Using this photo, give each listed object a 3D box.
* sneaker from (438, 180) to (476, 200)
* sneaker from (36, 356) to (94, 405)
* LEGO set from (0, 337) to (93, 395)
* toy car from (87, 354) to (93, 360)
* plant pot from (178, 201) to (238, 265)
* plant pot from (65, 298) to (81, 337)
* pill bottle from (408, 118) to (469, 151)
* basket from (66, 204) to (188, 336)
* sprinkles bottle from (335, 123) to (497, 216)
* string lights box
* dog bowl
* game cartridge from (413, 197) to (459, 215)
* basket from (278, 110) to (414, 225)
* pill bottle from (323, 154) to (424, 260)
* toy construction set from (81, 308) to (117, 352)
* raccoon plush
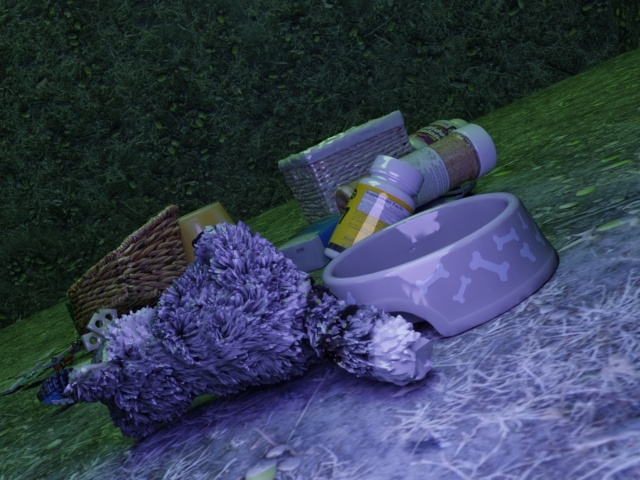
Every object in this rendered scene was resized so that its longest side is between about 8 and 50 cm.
[{"bbox_3d":[0.301,-0.130,1.561,0.132,0.086,0.228,-25,18,-36],"label":"sneaker"},{"bbox_3d":[-0.502,0.290,1.263,0.082,0.071,0.190,-25,-2,38],"label":"sneaker"},{"bbox_3d":[-0.728,0.343,1.634,0.244,0.060,0.182,-23,17,30],"label":"LEGO set"},{"bbox_3d":[-0.495,0.272,1.463,0.122,0.060,0.040,-41,55,-1],"label":"toy car"},{"bbox_3d":[-0.276,0.042,1.522,0.253,0.239,0.254,-23,8,4],"label":"plant pot"},{"bbox_3d":[-0.557,0.172,1.670,0.234,0.166,0.165,-26,9,-32],"label":"plant pot"},{"bbox_3d":[0.373,-0.294,1.985,0.301,0.169,0.169,-32,12,-37],"label":"pill bottle"},{"bbox_3d":[-0.456,0.071,1.384,0.213,0.223,0.299,-2,-20,-43],"label":"basket"},{"bbox_3d":[0.210,-0.135,1.329,0.355,0.121,0.121,-26,10,-15],"label":"sprinkles bottle"},{"bbox_3d":[0.000,0.000,1.559,0.133,0.077,0.259,-17,11,34],"label":"string lights box"},{"bbox_3d":[0.158,0.034,0.899,0.348,0.102,0.349,-23,9,4],"label":"dog bowl"},{"bbox_3d":[0.208,-0.022,1.245,0.198,0.062,0.297,-21,9,-6],"label":"game cartridge"},{"bbox_3d":[0.095,-0.197,1.841,0.331,0.267,0.328,-27,10,-15],"label":"basket"},{"bbox_3d":[0.101,-0.041,1.107,0.209,0.119,0.119,-63,15,-5],"label":"pill bottle"},{"bbox_3d":[-0.301,0.174,1.173,0.327,0.151,0.215,-9,24,39],"label":"toy construction set"},{"bbox_3d":[-0.126,0.147,0.746,0.299,0.216,0.446,-47,25,-22],"label":"raccoon plush"}]
